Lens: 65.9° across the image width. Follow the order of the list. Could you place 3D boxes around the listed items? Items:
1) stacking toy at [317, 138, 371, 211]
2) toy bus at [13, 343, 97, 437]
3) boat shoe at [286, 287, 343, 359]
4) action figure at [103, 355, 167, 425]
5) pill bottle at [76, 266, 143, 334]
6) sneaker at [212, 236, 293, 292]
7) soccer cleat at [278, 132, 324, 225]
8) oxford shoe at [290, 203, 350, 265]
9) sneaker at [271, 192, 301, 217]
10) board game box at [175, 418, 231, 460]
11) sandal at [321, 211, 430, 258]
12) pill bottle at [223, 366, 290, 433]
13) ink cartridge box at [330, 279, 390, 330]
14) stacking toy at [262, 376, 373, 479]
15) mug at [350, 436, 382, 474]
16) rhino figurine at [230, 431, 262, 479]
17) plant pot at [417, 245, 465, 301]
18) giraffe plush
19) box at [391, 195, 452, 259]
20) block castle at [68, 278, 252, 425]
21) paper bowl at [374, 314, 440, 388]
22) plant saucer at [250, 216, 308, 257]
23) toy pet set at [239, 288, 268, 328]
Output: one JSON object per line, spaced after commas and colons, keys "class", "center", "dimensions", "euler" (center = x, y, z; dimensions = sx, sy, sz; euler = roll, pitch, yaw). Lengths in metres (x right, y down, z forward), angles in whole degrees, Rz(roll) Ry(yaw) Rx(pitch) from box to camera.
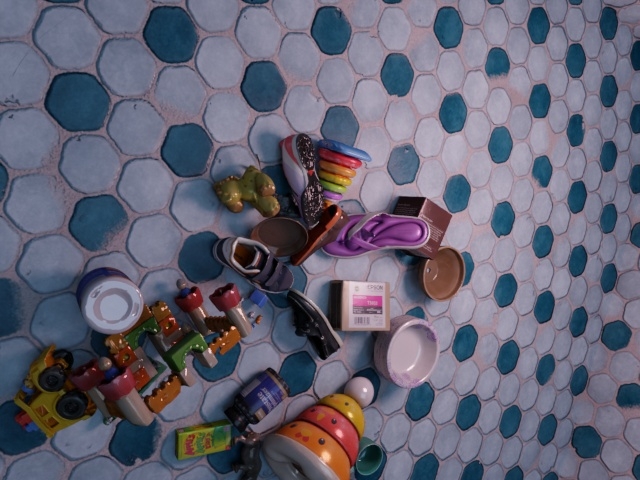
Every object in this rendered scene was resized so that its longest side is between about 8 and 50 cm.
{"class": "stacking toy", "center": [0.043, -0.204, 1.795], "dimensions": [0.165, 0.175, 0.302], "euler": [10, 104, -36]}
{"class": "toy bus", "center": [-0.774, 0.438, 1.389], "dimensions": [0.211, 0.149, 0.220], "euler": [-31, 108, -7]}
{"class": "boat shoe", "center": [-0.040, 0.315, 1.799], "dimensions": [0.113, 0.127, 0.340], "euler": [-47, 129, -20]}
{"class": "action figure", "center": [-0.595, 0.469, 1.532], "dimensions": [0.137, 0.063, 0.232], "euler": [40, 79, -29]}
{"class": "pill bottle", "center": [-0.593, 0.155, 1.372], "dimensions": [0.152, 0.272, 0.153], "euler": [-4, 98, -29]}
{"class": "sneaker", "center": [-0.204, 0.090, 1.671], "dimensions": [0.321, 0.127, 0.126], "euler": [29, 68, -31]}
{"class": "soccer cleat", "center": [-0.069, -0.209, 1.727], "dimensions": [0.108, 0.116, 0.319], "euler": [-22, 106, -45]}
{"class": "oxford shoe", "center": [0.000, 0.000, 1.772], "dimensions": [0.271, 0.097, 0.098], "euler": [-47, 128, 12]}
{"class": "sneaker", "center": [-0.107, -0.127, 1.753], "dimensions": [0.170, 0.051, 0.089], "euler": [2, 98, -27]}
{"class": "board game box", "center": [-0.398, 0.676, 1.678], "dimensions": [0.181, 0.043, 0.092], "euler": [0, 96, -30]}
{"class": "sandal", "center": [0.199, -0.034, 1.822], "dimensions": [0.415, 0.102, 0.170], "euler": [-8, 80, 0]}
{"class": "pill bottle", "center": [-0.222, 0.559, 1.722], "dimensions": [0.219, 0.122, 0.123], "euler": [-39, 113, -21]}
{"class": "ink cartridge box", "center": [0.156, 0.253, 1.909], "dimensions": [0.234, 0.088, 0.194], "euler": [5, 82, -31]}
{"class": "stacking toy", "center": [0.044, 0.693, 1.843], "dimensions": [0.480, 0.350, 0.351], "euler": [-46, 117, -39]}
{"class": "mug", "center": [0.161, 0.864, 1.995], "dimensions": [0.157, 0.097, 0.130], "euler": [13, 89, -30]}
{"class": "rhino figurine", "center": [-0.260, 0.794, 1.756], "dimensions": [0.106, 0.073, 0.244], "euler": [-5, 99, -27]}
{"class": "plant pot", "center": [0.494, 0.135, 2.102], "dimensions": [0.237, 0.109, 0.238], "euler": [-3, 97, -29]}
{"class": "giraffe plush", "center": [-0.252, -0.156, 1.610], "dimensions": [0.170, 0.181, 0.211], "euler": [-22, 98, -19]}
{"class": "box", "center": [0.386, -0.051, 1.984], "dimensions": [0.168, 0.167, 0.203], "euler": [29, 80, -29]}
{"class": "block castle", "center": [-0.449, 0.288, 1.404], "dimensions": [0.453, 0.302, 0.213], "euler": [-40, 111, -39]}
{"class": "paper bowl", "center": [0.341, 0.446, 2.024], "dimensions": [0.284, 0.148, 0.285], "euler": [-4, 97, -29]}
{"class": "plant saucer", "center": [-0.142, -0.019, 1.700], "dimensions": [0.198, 0.198, 0.036], "euler": [27, 38, -30]}
{"class": "toy pet set", "center": [-0.231, 0.236, 1.714], "dimensions": [0.122, 0.065, 0.114], "euler": [45, 74, -27]}
